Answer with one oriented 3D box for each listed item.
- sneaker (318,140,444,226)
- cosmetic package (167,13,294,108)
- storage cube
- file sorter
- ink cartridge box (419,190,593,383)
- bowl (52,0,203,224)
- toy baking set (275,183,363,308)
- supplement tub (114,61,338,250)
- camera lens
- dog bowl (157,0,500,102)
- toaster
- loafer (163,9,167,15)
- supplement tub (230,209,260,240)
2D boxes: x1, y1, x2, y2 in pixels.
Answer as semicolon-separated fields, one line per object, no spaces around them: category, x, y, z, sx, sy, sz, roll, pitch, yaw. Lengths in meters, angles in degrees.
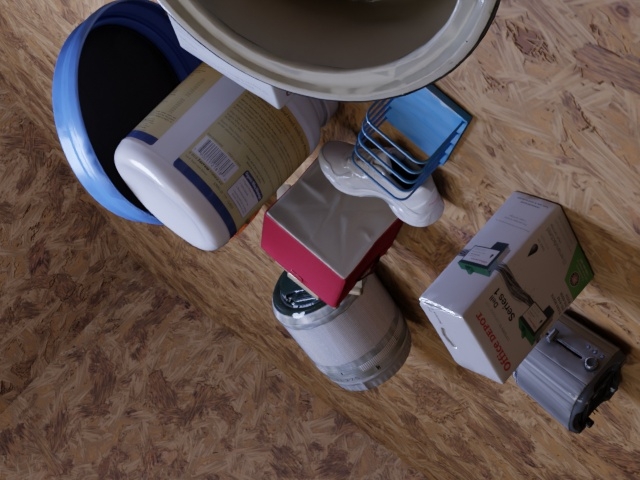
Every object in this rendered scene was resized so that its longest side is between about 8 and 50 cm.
sneaker;0.096;-0.118;1.687;0.232;0.090;0.115;26;152;23
cosmetic package;-0.115;-0.374;1.383;0.217;0.156;0.385;35;161;23
storage cube;0.019;-0.024;1.902;0.215;0.184;0.193;41;163;7
file sorter;0.119;-0.144;1.500;0.118;0.104;0.170;41;164;7
ink cartridge box;0.264;0.067;1.489;0.092;0.219;0.160;24;155;49
bowl;-0.304;-0.217;1.828;0.077;0.391;0.391;-10;132;32
toy baking set;-0.002;0.007;2.078;0.256;0.197;0.030;33;-162;21
supplement tub;-0.143;-0.165;1.682;0.228;0.316;0.228;38;163;14
camera lens;0.045;0.158;2.239;0.219;0.219;0.274;21;154;52
dog bowl;-0.001;-0.335;1.015;0.407;0.150;0.408;18;143;14
toaster;0.398;0.212;1.718;0.146;0.129;0.227;40;166;25
loafer;-0.250;-0.395;1.846;0.125;0.039;0.045;51;163;-26
supplement tub;-0.291;-0.153;2.264;0.338;0.207;0.207;48;163;-17
